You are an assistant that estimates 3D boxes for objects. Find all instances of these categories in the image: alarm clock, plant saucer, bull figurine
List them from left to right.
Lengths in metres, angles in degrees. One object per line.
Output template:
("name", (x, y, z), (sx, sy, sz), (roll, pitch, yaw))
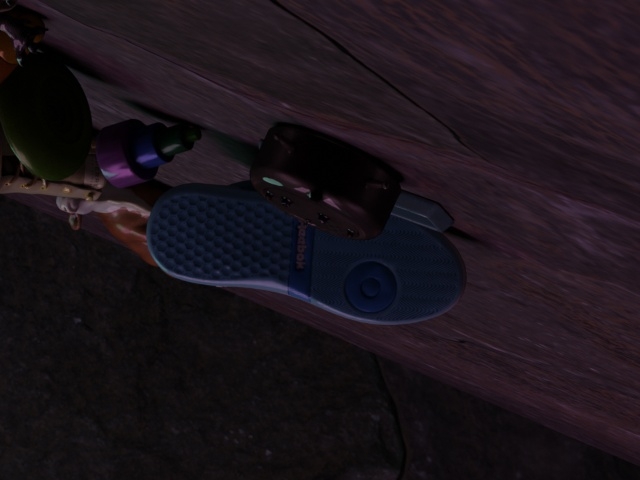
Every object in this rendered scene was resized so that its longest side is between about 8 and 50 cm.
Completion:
("bull figurine", (-0.224, -0.019, 2.405), (0.188, 0.101, 0.310), (16, 170, 36))
("alarm clock", (0.001, -0.043, 1.556), (0.129, 0.064, 0.192), (24, 172, 2))
("plant saucer", (0.031, -0.050, 1.640), (0.192, 0.018, 0.067), (20, 173, 22))

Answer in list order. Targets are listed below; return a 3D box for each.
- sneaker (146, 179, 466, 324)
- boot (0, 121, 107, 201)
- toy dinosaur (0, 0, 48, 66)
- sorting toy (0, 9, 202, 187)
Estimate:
("sneaker", (0.000, 0.000, 1.782), (0.319, 0.127, 0.208), (13, -174, 9))
("boot", (-0.346, -0.088, 2.047), (0.203, 0.095, 0.262), (8, -171, -18))
("toy dinosaur", (-0.268, -0.197, 1.314), (0.118, 0.064, 0.268), (29, 172, 14))
("sorting toy", (-0.231, -0.138, 1.626), (0.126, 0.127, 0.365), (-15, 157, 27))
